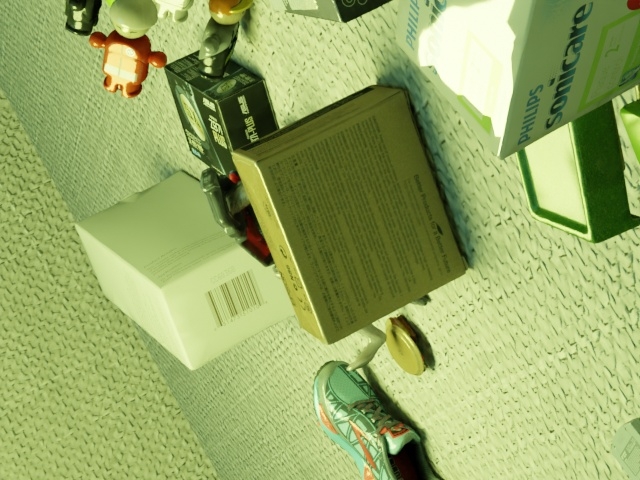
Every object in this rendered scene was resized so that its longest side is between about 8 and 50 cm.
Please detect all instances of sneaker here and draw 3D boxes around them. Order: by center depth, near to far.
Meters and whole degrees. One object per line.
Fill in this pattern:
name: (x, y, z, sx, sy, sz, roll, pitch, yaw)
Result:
sneaker: (0.093, 0.275, 2.208, 0.262, 0.104, 0.125, 57, 144, 3)

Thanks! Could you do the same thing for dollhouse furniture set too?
dollhouse furniture set: (0.282, -0.083, 1.021, 0.301, 0.198, 0.151, 28, 137, 60)

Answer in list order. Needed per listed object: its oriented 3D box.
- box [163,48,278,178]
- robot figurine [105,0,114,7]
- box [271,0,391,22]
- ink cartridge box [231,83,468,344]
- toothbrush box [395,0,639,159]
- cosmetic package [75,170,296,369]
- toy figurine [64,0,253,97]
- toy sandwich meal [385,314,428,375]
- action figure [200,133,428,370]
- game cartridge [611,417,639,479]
box: (-0.133, -0.172, 2.164, 0.180, 0.077, 0.147, 37, 148, 52)
robot figurine: (-0.304, -0.391, 2.325, 0.115, 0.067, 0.101, 54, -170, 19)
box: (-0.001, -0.349, 1.468, 0.163, 0.142, 0.247, 24, 138, 61)
ink cartridge box: (0.034, -0.031, 1.738, 0.088, 0.193, 0.234, 25, 138, 64)
toothbrush box: (0.196, -0.206, 0.930, 0.122, 0.283, 0.206, 53, 159, 27)
cosmetic package: (-0.216, 0.037, 2.466, 0.385, 0.217, 0.156, 31, 145, 59)
toy figurine: (-0.214, -0.305, 1.995, 0.213, 0.209, 0.148, 56, 145, 36)
toy sandwich meal: (0.115, 0.138, 2.026, 0.085, 0.029, 0.085, 45, 154, 30)
action figure: (0.000, 0.000, 2.026, 0.330, 0.178, 0.341, 61, -170, 23)
game cartridge: (0.326, 0.217, 1.595, 0.056, 0.017, 0.083, 51, 159, 21)
